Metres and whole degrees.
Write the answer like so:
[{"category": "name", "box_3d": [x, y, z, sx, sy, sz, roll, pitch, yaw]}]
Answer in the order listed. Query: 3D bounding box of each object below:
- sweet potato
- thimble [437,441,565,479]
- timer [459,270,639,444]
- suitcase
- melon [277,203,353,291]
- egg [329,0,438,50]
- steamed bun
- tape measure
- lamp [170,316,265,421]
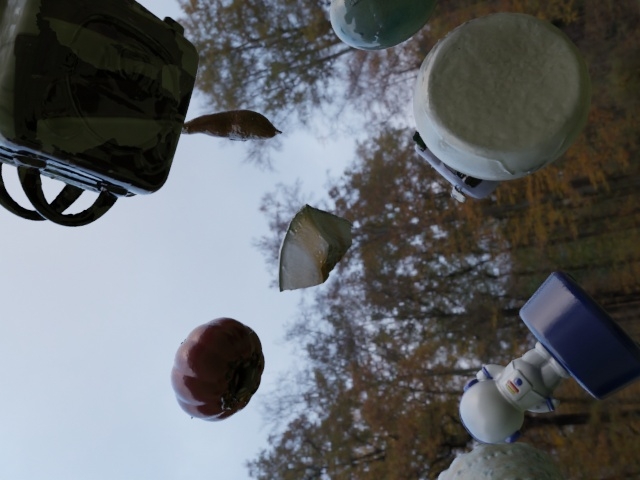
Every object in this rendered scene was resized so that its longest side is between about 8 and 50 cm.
[{"category": "sweet potato", "box_3d": [-0.188, -0.230, 1.316, 0.068, 0.226, 0.068, -179, 90, -85]}, {"category": "thimble", "box_3d": [0.340, 0.537, 1.230, 0.195, 0.292, 0.291, -94, -18, -70]}, {"category": "timer", "box_3d": [0.455, 0.279, 1.396, 0.270, 0.383, 0.270, 45, -169, -12]}, {"category": "suitcase", "box_3d": [-0.349, -0.189, 0.913, 0.351, 0.194, 0.339, 20, -97, -65]}, {"category": "melon", "box_3d": [-0.004, -0.004, 1.137, 0.202, 0.093, 0.139, -46, -48, -38]}, {"category": "egg", "box_3d": [0.121, -0.451, 1.242, 0.236, 0.169, 0.169, -42, -58, -21]}, {"category": "steamed bun", "box_3d": [0.296, -0.227, 1.104, 0.177, 0.283, 0.282, 65, -160, -73]}, {"category": "tape measure", "box_3d": [0.282, -0.157, 1.351, 0.178, 0.105, 0.196, 44, -163, 15]}, {"category": "lamp", "box_3d": [-0.180, 0.218, 1.134, 0.182, 0.140, 0.182, -27, -55, -47]}]
